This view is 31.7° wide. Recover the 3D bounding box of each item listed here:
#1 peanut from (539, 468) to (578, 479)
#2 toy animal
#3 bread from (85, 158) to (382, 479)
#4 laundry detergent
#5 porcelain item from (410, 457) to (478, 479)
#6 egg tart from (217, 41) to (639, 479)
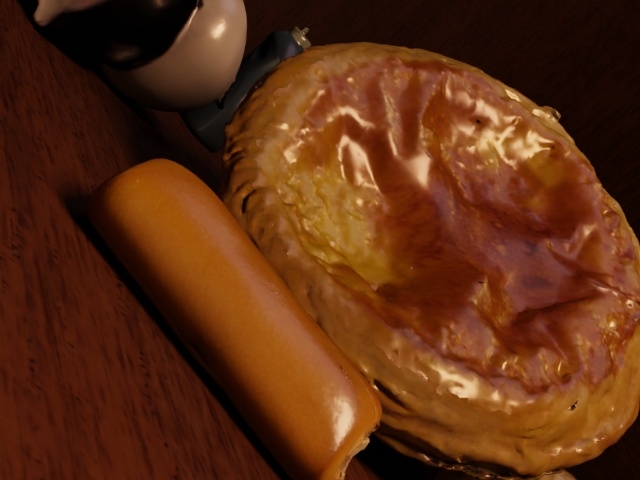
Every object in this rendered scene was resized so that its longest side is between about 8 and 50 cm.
[{"bbox_3d":[0.306,0.346,1.340,0.228,0.104,0.085,48,-17,-30],"label":"peanut"},{"bbox_3d":[-0.178,-0.235,1.176,0.187,0.165,0.235,32,-3,34],"label":"toy animal"},{"bbox_3d":[-0.050,0.049,0.710,0.239,0.074,0.092,50,0,10],"label":"bread"},{"bbox_3d":[-0.090,-0.212,1.517,0.061,0.206,0.097,46,4,-32],"label":"laundry detergent"},{"bbox_3d":[0.079,0.159,1.084,0.084,0.054,0.213,46,5,-46],"label":"porcelain item"},{"bbox_3d":[0.100,0.023,1.014,0.443,0.178,0.443,17,49,-21],"label":"egg tart"}]
